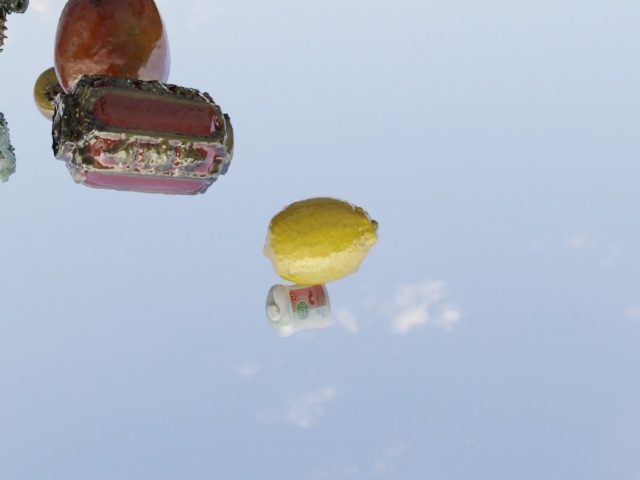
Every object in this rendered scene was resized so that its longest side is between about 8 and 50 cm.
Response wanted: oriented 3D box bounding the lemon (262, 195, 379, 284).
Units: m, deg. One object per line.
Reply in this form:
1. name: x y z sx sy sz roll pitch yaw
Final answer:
1. lemon: 0.000 0.000 1.030 0.155 0.114 0.114 -10 -143 11

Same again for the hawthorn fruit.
1. hawthorn fruit: -0.360 -0.361 1.396 0.210 0.263 0.210 6 -160 -2

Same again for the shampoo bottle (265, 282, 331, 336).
1. shampoo bottle: -0.032 0.089 1.071 0.043 0.072 0.099 -14 175 40

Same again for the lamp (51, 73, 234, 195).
1. lamp: -0.269 -0.159 1.234 0.273 0.177 0.177 4 -153 -31

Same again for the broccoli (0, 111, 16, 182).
1. broccoli: -0.641 -0.187 1.401 0.197 0.176 0.226 6 -171 9

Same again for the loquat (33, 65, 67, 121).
1. loquat: -0.587 -0.338 1.857 0.163 0.137 0.163 8 -177 0

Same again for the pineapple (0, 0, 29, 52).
1. pineapple: -0.452 -0.361 1.134 0.277 0.119 0.130 -59 -160 -9
